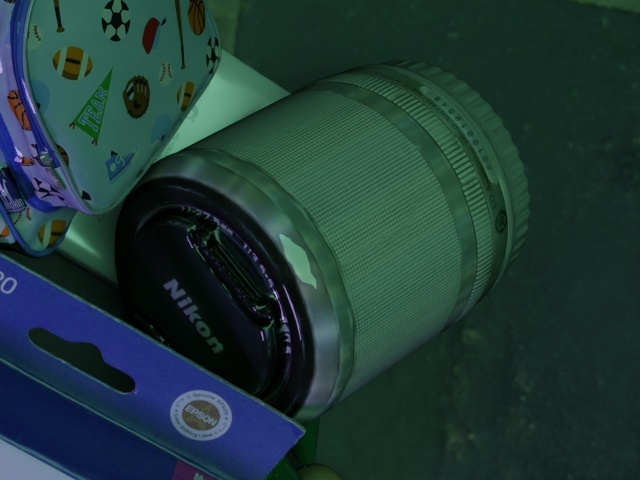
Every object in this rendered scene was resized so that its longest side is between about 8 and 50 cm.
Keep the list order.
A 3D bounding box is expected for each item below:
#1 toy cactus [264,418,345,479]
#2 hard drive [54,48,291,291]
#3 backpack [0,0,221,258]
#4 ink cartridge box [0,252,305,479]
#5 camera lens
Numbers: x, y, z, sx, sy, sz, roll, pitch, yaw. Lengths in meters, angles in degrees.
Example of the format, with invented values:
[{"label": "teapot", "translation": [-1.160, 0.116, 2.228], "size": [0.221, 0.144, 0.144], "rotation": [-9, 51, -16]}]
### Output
[{"label": "toy cactus", "translation": [-0.038, 0.191, 1.457], "size": [0.180, 0.112, 0.219], "rotation": [36, 48, -38]}, {"label": "hard drive", "translation": [-0.207, -0.112, 1.447], "size": [0.319, 0.040, 0.210], "rotation": [32, 76, -15]}, {"label": "backpack", "translation": [-0.211, -0.147, 1.243], "size": [0.263, 0.213, 0.276], "rotation": [60, 41, -34]}, {"label": "ink cartridge box", "translation": [-0.233, 0.179, 1.293], "size": [0.324, 0.071, 0.330], "rotation": [31, 120, -15]}, {"label": "camera lens", "translation": [0.000, 0.000, 1.388], "size": [0.274, 0.219, 0.219], "rotation": [-31, 96, -39]}]
